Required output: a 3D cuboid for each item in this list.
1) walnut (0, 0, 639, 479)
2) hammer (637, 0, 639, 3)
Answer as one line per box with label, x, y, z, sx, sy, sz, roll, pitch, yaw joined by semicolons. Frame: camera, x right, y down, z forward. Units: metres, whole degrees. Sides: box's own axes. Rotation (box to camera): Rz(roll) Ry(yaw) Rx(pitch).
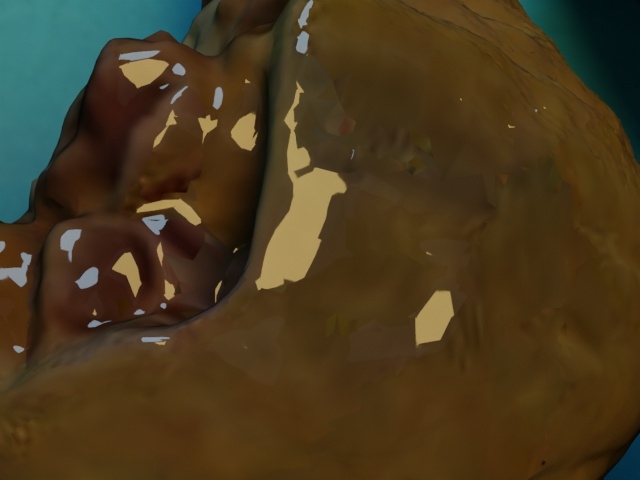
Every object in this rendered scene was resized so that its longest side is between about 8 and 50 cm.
walnut;0.005;0.011;0.451;0.204;0.141;0.238;48;66;-9
hammer;0.229;-0.099;0.586;0.305;0.113;0.202;-3;52;-37
